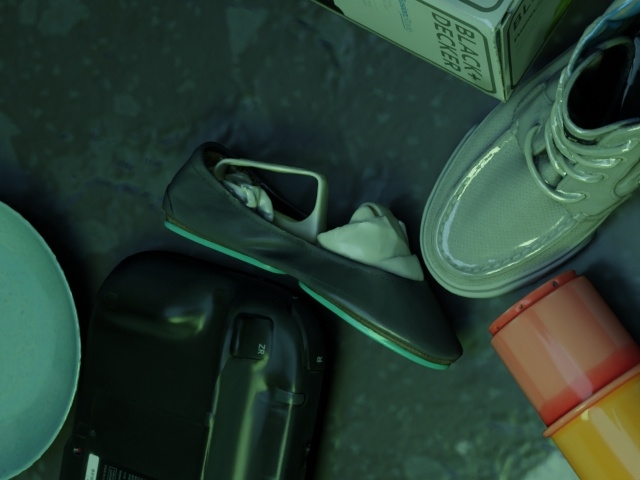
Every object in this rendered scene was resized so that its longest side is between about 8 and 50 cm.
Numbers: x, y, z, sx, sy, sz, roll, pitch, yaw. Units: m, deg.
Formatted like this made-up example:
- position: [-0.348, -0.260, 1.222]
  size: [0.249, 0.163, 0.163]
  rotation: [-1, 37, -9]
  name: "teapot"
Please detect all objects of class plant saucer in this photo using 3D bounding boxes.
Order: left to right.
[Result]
- position: [-0.228, 0.060, 1.055]
  size: [0.195, 0.037, 0.195]
  rotation: [3, 96, 23]
  name: "plant saucer"

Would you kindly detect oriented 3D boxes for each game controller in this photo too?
- position: [-0.089, 0.170, 1.003]
  size: [0.166, 0.067, 0.319]
  rotation: [18, 101, 36]
  name: "game controller"

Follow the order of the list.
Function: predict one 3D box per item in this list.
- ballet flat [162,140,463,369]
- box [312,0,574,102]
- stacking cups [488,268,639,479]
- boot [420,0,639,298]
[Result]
- position: [0.000, 0.000, 0.936]
  size: [0.203, 0.074, 0.074]
  rotation: [28, 105, 21]
  name: "ballet flat"
- position: [0.016, -0.215, 0.863]
  size: [0.290, 0.087, 0.169]
  rotation: [29, 77, 18]
  name: "box"
- position: [0.197, 0.159, 0.848]
  size: [0.096, 0.096, 0.316]
  rotation: [-41, 79, 21]
  name: "stacking cups"
- position: [0.133, -0.062, 0.841]
  size: [0.095, 0.123, 0.258]
  rotation: [48, 111, 12]
  name: "boot"
